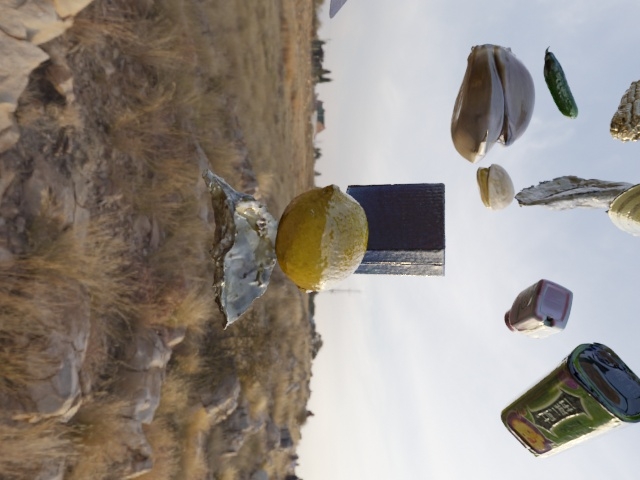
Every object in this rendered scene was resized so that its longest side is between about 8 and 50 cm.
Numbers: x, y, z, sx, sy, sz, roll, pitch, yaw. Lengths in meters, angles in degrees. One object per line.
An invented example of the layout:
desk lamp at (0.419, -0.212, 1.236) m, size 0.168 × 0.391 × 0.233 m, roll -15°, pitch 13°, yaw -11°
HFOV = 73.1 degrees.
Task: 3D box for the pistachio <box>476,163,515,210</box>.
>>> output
pistachio at (0.619, -0.183, 1.530) m, size 0.200 × 0.117 × 0.145 m, roll 48°, pitch 51°, yaw -45°

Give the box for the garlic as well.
garlic at (0.494, -0.349, 1.203) m, size 0.246 × 0.231 × 0.340 m, roll 99°, pitch -1°, yaw -64°

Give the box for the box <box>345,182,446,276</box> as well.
box at (0.194, -0.034, 1.170) m, size 0.116 × 0.278 × 0.262 m, roll 75°, pitch 22°, yaw -45°

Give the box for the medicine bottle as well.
medicine bottle at (0.563, 0.190, 1.136) m, size 0.119 × 0.094 × 0.188 m, roll -62°, pitch 172°, yaw -23°

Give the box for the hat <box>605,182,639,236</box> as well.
hat at (0.742, -0.025, 0.891) m, size 0.252 × 0.251 × 0.110 m, roll 96°, pitch 7°, yaw -62°

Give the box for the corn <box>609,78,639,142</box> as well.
corn at (0.821, -0.344, 1.138) m, size 0.211 × 0.087 × 0.087 m, roll -58°, pitch 167°, yaw -28°

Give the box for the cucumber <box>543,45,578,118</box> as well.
cucumber at (0.468, -0.307, 0.853) m, size 0.155 × 0.037 × 0.037 m, roll 56°, pitch 9°, yaw -19°

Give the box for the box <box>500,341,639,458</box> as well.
box at (0.465, 0.317, 0.824) m, size 0.134 × 0.097 × 0.346 m, roll 46°, pitch -23°, yaw 28°

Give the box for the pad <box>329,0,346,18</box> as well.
pad at (0.053, -0.505, 0.793) m, size 0.250 × 0.055 × 0.324 m, roll 101°, pitch -2°, yaw -61°

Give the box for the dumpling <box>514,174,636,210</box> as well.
dumpling at (0.755, -0.132, 1.303) m, size 0.166 × 0.331 × 0.086 m, roll -62°, pitch 147°, yaw -62°

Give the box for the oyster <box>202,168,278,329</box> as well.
oyster at (-0.190, 0.014, 1.044) m, size 0.204 × 0.110 × 0.397 m, roll -23°, pitch 122°, yaw -49°

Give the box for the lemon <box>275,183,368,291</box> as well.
lemon at (0.000, 0.000, 0.878) m, size 0.188 × 0.188 × 0.257 m, roll -94°, pitch -161°, yaw -57°
